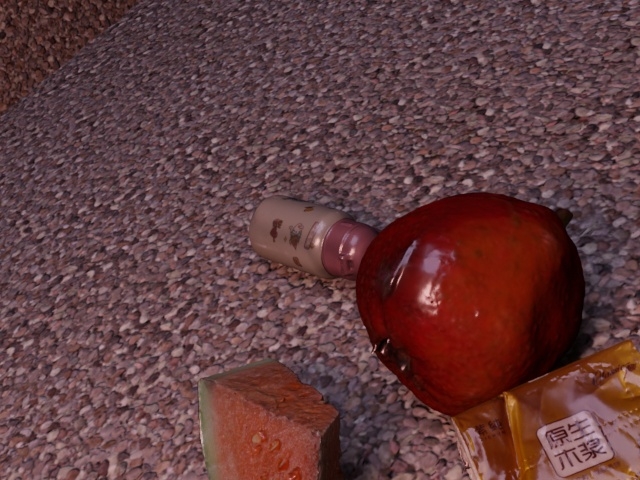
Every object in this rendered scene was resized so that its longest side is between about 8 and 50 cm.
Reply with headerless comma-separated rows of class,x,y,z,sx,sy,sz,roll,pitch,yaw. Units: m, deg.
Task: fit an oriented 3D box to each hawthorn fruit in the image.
hawthorn fruit,0.194,0.057,1.156,0.307,0.265,0.265,-41,38,-22

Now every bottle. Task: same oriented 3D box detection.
bottle,0.000,0.000,1.470,0.233,0.110,0.110,16,53,44

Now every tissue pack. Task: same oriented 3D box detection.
tissue pack,0.272,0.233,1.011,0.226,0.092,0.183,-22,47,2

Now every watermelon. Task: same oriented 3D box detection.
watermelon,-0.037,0.249,1.117,0.139,0.193,0.256,-13,2,-30
